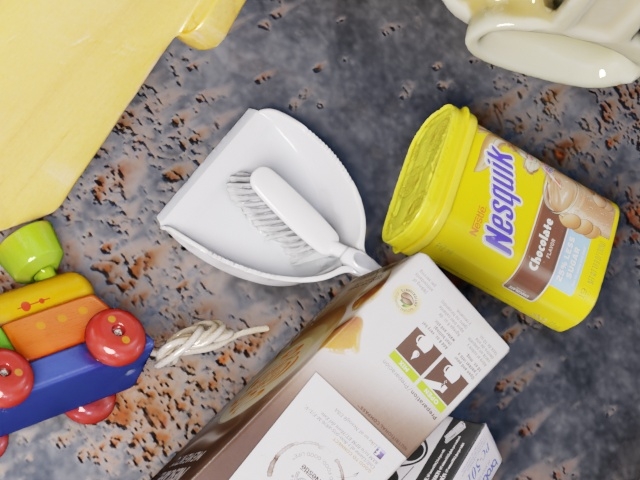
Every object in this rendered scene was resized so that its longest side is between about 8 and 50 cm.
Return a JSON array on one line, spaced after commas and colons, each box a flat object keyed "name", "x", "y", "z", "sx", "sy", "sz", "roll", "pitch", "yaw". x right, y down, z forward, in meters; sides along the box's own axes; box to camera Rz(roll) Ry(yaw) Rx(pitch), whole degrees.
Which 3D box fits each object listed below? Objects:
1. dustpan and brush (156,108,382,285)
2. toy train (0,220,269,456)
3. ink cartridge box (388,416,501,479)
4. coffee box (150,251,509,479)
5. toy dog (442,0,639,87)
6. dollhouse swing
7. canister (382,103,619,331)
[{"name": "dustpan and brush", "x": 0.000, "y": 0.000, "z": 1.501, "sx": 0.211, "sy": 0.060, "sz": 0.147, "roll": 42, "pitch": 57, "yaw": -7}, {"name": "toy train", "x": -0.174, "y": 0.046, "z": 1.378, "sx": 0.248, "sy": 0.105, "sz": 0.143, "roll": -20, "pitch": 67, "yaw": -32}, {"name": "ink cartridge box", "x": 0.040, "y": 0.213, "z": 1.412, "sx": 0.207, "sy": 0.097, "sz": 0.046, "roll": -55, "pitch": 136, "yaw": -31}, {"name": "coffee box", "x": -0.004, "y": 0.131, "z": 1.371, "sx": 0.098, "sy": 0.141, "sz": 0.246, "roll": 48, "pitch": 68, "yaw": -6}, {"name": "toy dog", "x": 0.162, "y": -0.376, "z": 1.643, "sx": 0.395, "sy": 0.284, "sz": 0.408, "roll": 6, "pitch": 65, "yaw": -6}, {"name": "dollhouse swing", "x": -0.258, "y": -0.241, "z": 1.374, "sx": 0.347, "sy": 0.305, "sz": 0.315, "roll": 33, "pitch": 16, "yaw": -48}, {"name": "canister", "x": 0.148, "y": -0.016, "z": 1.578, "sx": 0.170, "sy": 0.073, "sz": 0.126, "roll": 28, "pitch": 60, "yaw": -17}]
